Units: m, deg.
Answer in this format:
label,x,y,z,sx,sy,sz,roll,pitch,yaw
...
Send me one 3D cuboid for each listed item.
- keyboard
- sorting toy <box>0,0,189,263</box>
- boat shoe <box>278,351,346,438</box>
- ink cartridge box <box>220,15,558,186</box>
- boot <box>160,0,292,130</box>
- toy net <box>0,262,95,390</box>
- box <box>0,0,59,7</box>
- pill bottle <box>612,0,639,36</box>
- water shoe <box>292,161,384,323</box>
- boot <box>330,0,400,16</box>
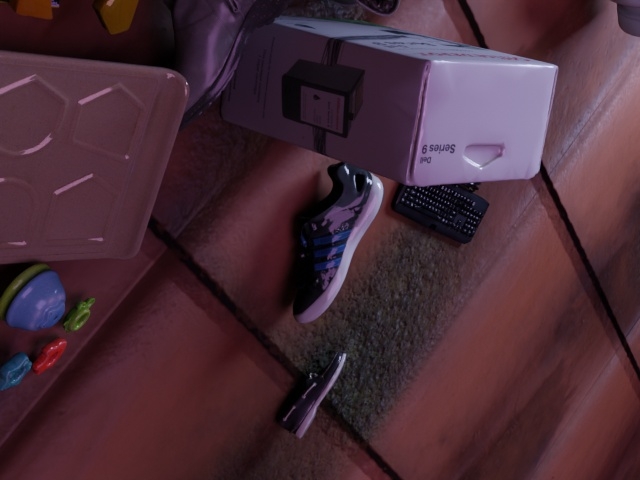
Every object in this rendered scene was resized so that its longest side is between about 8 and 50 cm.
label,x,y,z,sx,sy,sz,roll,pitch,yaw
keyboard,0.181,-0.058,1.404,0.192,0.038,0.100,20,92,-48
sorting toy,-0.235,-0.115,0.928,0.229,0.041,0.307,1,121,-41
boat shoe,-0.009,0.195,1.324,0.125,0.038,0.046,-59,172,-7
ink cartridge box,0.068,-0.154,1.064,0.211,0.289,0.122,-8,113,-43
boot,-0.138,-0.233,0.989,0.161,0.083,0.246,34,101,-24
toy net,-0.318,0.131,0.990,0.232,0.045,0.122,-52,169,-8
box,-0.300,-0.228,0.836,0.169,0.059,0.054,-5,112,-43
pill bottle,0.461,-0.452,1.403,0.181,0.181,0.323,-38,130,-27
water shoe,0.000,0.000,1.242,0.080,0.073,0.203,28,87,-21
boot,0.033,-0.279,1.031,0.076,0.208,0.189,-45,132,2
